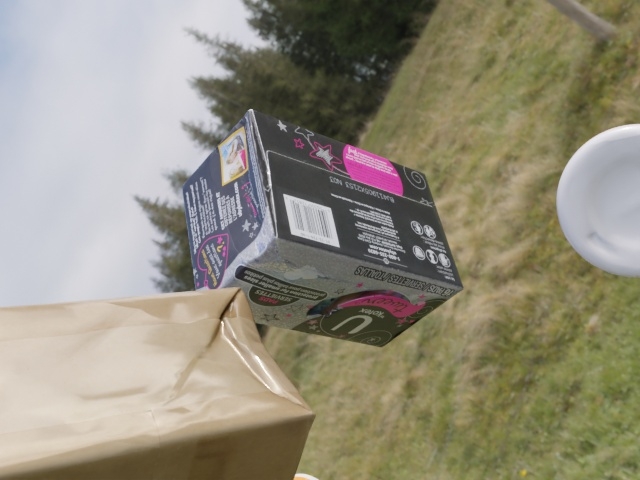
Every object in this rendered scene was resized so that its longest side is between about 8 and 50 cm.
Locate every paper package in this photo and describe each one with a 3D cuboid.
[{"bbox_3d":[-0.195,0.221,0.663,0.168,0.309,0.325,51,136,45],"label":"paper package"}]

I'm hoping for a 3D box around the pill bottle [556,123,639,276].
[{"bbox_3d":[0.245,-0.036,0.636,0.108,0.108,0.180,-62,-14,15],"label":"pill bottle"}]

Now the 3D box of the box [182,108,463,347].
[{"bbox_3d":[0.000,0.000,0.843,0.142,0.247,0.163,-42,47,37],"label":"box"}]

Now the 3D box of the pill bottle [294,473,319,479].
[{"bbox_3d":[-0.066,0.589,1.631,0.221,0.121,0.121,-48,-10,-52],"label":"pill bottle"}]
